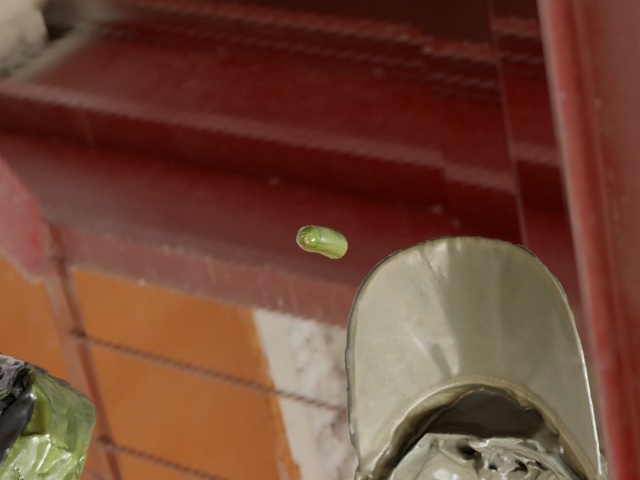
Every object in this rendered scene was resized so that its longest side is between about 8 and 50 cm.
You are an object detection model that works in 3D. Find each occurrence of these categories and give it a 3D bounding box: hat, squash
[{"bbox_3d":[0.140,0.120,1.399,0.214,0.244,0.149,2,180,26],"label":"hat"},{"bbox_3d":[0.000,0.000,1.668,0.027,0.027,0.083,0,174,20],"label":"squash"}]

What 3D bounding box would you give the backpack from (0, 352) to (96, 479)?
[{"bbox_3d":[-0.283,0.200,1.360,0.207,0.140,0.253,9,-116,50],"label":"backpack"}]
